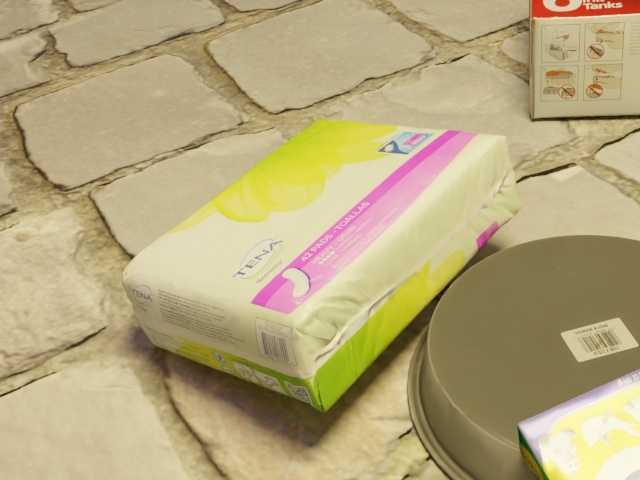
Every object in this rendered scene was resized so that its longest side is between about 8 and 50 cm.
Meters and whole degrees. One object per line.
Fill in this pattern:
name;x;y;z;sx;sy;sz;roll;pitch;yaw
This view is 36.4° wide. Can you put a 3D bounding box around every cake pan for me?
cake pan;0.213;0.094;0.760;0.293;0.054;0.293;-6;38;5

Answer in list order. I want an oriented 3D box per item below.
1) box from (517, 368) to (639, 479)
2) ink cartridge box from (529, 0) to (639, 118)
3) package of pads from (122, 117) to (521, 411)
box;0.208;0.172;0.597;0.105;0.043;0.179;-24;50;-4
ink cartridge box;0.396;-0.265;1.116;0.309;0.130;0.272;-1;37;12
package of pads;0.000;0.000;0.859;0.229;0.101;0.296;11;41;42
